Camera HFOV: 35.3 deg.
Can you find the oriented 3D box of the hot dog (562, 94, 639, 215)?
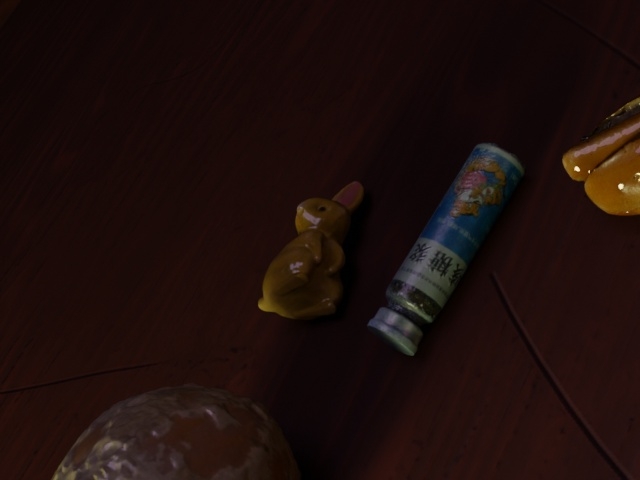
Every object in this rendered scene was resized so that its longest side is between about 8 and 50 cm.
[{"bbox_3d":[0.295,-0.101,0.726,0.249,0.068,0.100,-30,31,26],"label":"hot dog"}]

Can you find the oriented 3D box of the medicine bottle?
[{"bbox_3d":[0.108,0.006,0.858,0.051,0.051,0.191,17,71,54],"label":"medicine bottle"}]

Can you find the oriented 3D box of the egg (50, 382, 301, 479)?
[{"bbox_3d":[-0.122,0.219,0.787,0.195,0.195,0.233,-3,42,47],"label":"egg"}]

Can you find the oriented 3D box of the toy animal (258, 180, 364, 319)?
[{"bbox_3d":[-0.003,0.000,0.981,0.083,0.070,0.159,-14,42,43],"label":"toy animal"}]
